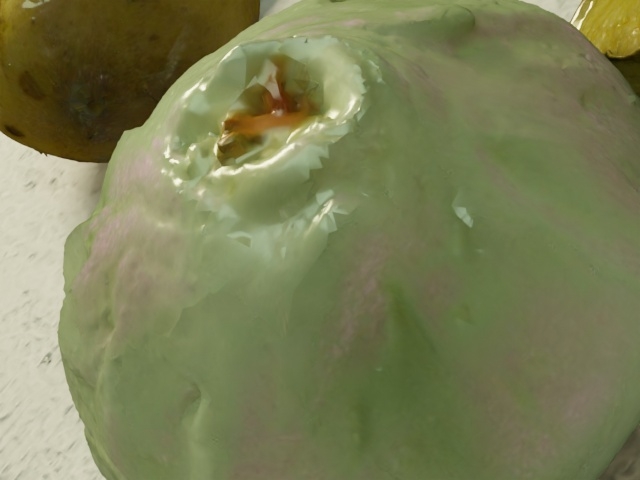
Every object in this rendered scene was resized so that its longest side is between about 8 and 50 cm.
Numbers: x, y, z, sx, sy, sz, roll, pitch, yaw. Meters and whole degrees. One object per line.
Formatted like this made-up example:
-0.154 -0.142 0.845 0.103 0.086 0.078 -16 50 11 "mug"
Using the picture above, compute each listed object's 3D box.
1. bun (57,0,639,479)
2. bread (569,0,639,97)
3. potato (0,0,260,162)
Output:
0.000 0.000 0.727 0.293 0.187 0.293 -23 46 25 "bun"
0.208 -0.164 0.786 0.233 0.088 0.161 -64 24 -6 "bread"
-0.117 -0.114 0.958 0.176 0.137 0.137 -28 42 13 "potato"
